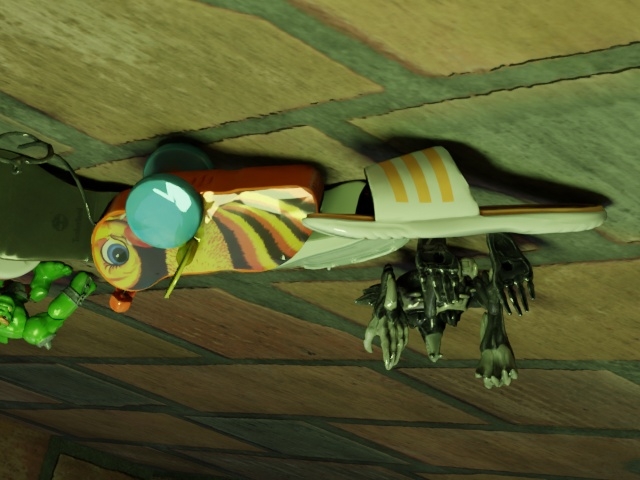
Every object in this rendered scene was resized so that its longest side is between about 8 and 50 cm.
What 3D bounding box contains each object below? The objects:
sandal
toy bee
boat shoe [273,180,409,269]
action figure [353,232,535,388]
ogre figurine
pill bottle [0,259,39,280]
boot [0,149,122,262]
[{"bbox_3d":[0.111,-0.042,1.257,0.265,0.076,0.102,-3,-177,-14],"label":"sandal"},{"bbox_3d":[-0.147,-0.011,1.410,0.298,0.162,0.195,17,-150,23],"label":"toy bee"},{"bbox_3d":[0.001,-0.001,1.459,0.081,0.079,0.227,30,155,-32],"label":"boat shoe"},{"bbox_3d":[0.123,0.074,1.504,0.164,0.141,0.276,4,163,-5],"label":"action figure"},{"bbox_3d":[-0.414,0.077,2.021,0.197,0.118,0.097,20,163,-19],"label":"ogre figurine"},{"bbox_3d":[-0.406,0.000,1.770,0.108,0.108,0.193,24,161,-29],"label":"pill bottle"},{"bbox_3d":[-0.296,-0.024,1.617,0.305,0.112,0.115,14,175,-5],"label":"boot"}]
